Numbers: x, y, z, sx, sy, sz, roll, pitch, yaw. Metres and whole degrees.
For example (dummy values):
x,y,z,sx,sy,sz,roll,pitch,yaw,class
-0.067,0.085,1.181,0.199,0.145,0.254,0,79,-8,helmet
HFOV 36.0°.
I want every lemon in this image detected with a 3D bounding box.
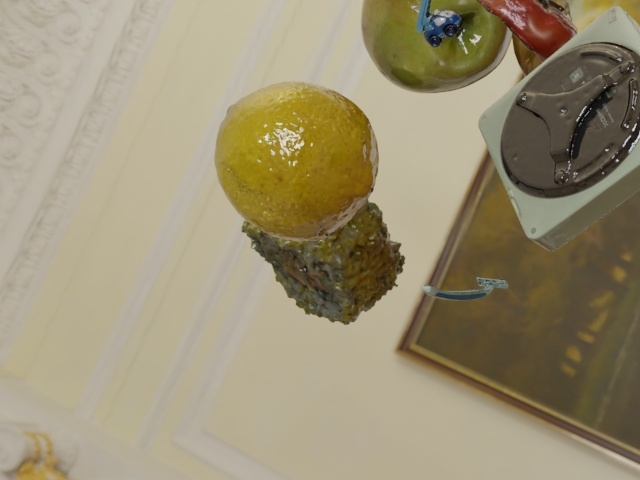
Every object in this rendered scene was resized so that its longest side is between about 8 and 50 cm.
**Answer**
x,y,z,sx,sy,sz,roll,pitch,yaw,class
-0.039,-0.134,1.662,0.293,0.293,0.293,-43,-34,-40,lemon

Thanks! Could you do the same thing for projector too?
x,y,z,sx,sy,sz,roll,pitch,yaw,class
0.348,-0.156,1.321,0.079,0.257,0.259,28,-57,-37,projector

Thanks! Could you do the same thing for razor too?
x,y,z,sx,sy,sz,roll,pitch,yaw,class
0.257,0.092,1.793,0.191,0.068,0.037,-3,-86,-42,razor

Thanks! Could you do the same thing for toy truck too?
x,y,z,sx,sy,sz,roll,pitch,yaw,class
0.203,-0.395,1.743,0.090,0.073,0.056,52,-147,-14,toy truck

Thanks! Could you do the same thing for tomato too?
x,y,z,sx,sy,sz,roll,pitch,yaw,class
0.371,-0.393,1.725,0.101,0.228,0.228,-46,-20,19,tomato

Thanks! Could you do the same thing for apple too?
x,y,z,sx,sy,sz,roll,pitch,yaw,class
0.250,-0.478,2.085,0.305,0.339,0.338,-89,5,-59,apple

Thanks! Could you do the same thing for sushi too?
x,y,z,sx,sy,sz,roll,pitch,yaw,class
0.000,0.000,2.285,0.240,0.397,0.351,-43,-71,-16,sushi

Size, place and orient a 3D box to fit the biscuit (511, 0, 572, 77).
x,y,z,sx,sy,sz,roll,pitch,yaw,class
0.440,-0.404,1.929,0.045,0.154,0.299,-7,-105,-42,biscuit
